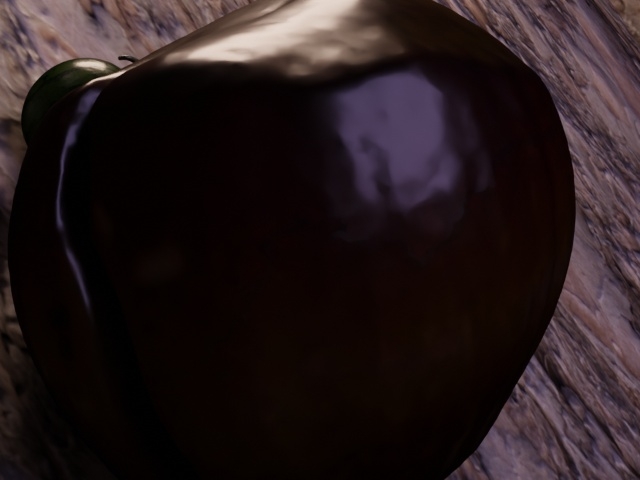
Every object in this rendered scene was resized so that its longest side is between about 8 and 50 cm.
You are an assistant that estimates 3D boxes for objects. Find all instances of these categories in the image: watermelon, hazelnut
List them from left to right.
[{"bbox_3d":[-0.178,-0.096,1.484,0.109,0.109,0.109,39,28,-25],"label":"watermelon"},{"bbox_3d":[0.000,0.000,1.336,0.402,0.402,0.429,52,22,1],"label":"hazelnut"}]
